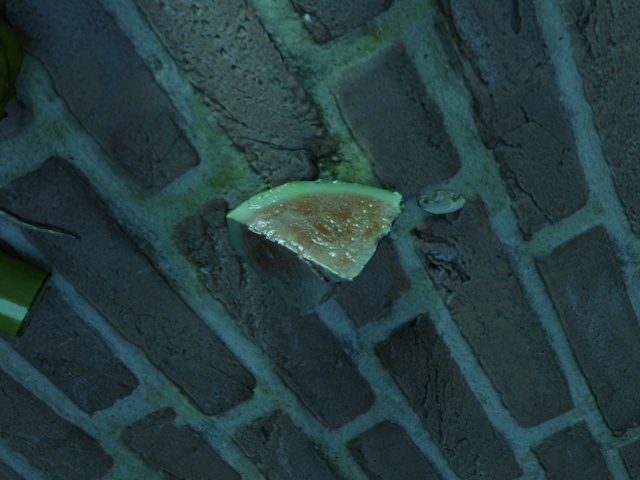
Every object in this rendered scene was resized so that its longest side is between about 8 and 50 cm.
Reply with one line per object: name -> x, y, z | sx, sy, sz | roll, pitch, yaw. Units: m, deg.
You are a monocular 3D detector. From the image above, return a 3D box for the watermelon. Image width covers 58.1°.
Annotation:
watermelon -> 0.000, 0.000, 1.022 | 0.310, 0.231, 0.193 | -2, 155, -26

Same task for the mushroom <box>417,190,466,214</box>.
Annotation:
mushroom -> 0.235, -0.074, 1.117 | 0.101, 0.019, 0.049 | 1, 119, -11

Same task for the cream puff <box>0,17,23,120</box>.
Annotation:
cream puff -> -0.555, -0.251, 0.811 | 0.282, 0.185, 0.281 | 0, 89, 0

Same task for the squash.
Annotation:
squash -> -0.618, 0.067, 1.012 | 0.247, 0.132, 0.132 | 28, 111, -19

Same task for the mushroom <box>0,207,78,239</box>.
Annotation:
mushroom -> -0.573, -0.051, 1.013 | 0.286, 0.025, 0.028 | 16, 131, -18
